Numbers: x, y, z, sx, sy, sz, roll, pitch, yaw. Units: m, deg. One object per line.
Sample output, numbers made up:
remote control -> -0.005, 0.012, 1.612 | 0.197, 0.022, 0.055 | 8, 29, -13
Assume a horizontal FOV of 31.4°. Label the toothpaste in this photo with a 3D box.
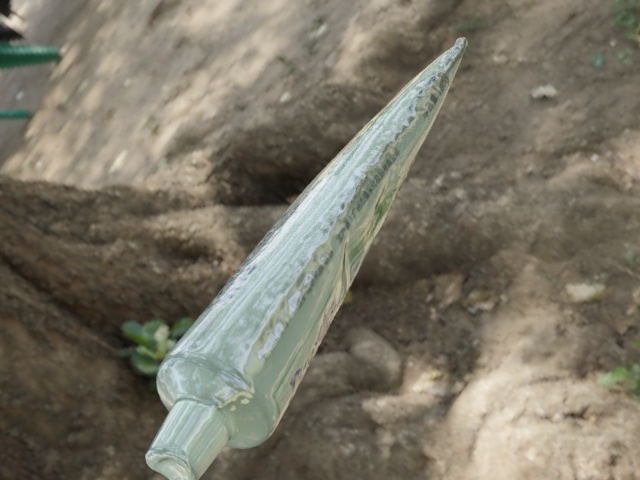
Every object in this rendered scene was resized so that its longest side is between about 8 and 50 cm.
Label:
toothpaste -> 0.000, 0.000, 0.402 | 0.064, 0.041, 0.218 | -48, 7, 47
